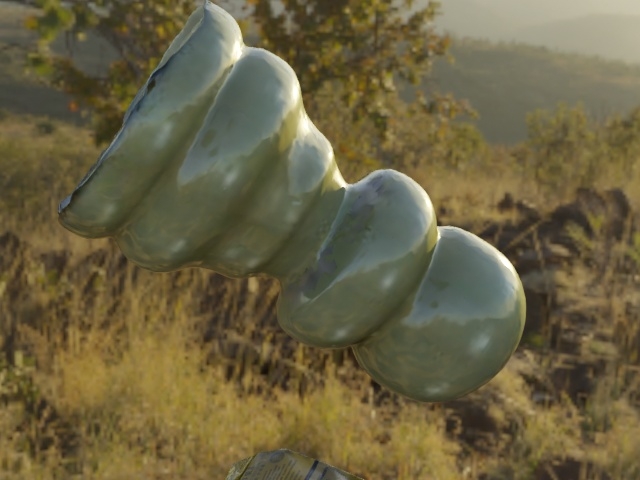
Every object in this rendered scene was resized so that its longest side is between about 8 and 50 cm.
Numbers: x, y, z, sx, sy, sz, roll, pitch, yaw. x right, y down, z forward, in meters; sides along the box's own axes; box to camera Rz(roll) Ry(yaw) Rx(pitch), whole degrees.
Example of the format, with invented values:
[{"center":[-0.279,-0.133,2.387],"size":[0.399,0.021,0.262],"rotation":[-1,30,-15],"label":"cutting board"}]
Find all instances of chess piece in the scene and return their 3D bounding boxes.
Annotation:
[{"center":[0.000,0.000,0.739],"size":[0.330,0.182,0.182],"rotation":[34,7,-15],"label":"chess piece"}]

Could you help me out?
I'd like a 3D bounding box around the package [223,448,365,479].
[{"center":[-0.026,0.216,0.868],"size":[0.131,0.047,0.071],"rotation":[19,34,14],"label":"package"}]
